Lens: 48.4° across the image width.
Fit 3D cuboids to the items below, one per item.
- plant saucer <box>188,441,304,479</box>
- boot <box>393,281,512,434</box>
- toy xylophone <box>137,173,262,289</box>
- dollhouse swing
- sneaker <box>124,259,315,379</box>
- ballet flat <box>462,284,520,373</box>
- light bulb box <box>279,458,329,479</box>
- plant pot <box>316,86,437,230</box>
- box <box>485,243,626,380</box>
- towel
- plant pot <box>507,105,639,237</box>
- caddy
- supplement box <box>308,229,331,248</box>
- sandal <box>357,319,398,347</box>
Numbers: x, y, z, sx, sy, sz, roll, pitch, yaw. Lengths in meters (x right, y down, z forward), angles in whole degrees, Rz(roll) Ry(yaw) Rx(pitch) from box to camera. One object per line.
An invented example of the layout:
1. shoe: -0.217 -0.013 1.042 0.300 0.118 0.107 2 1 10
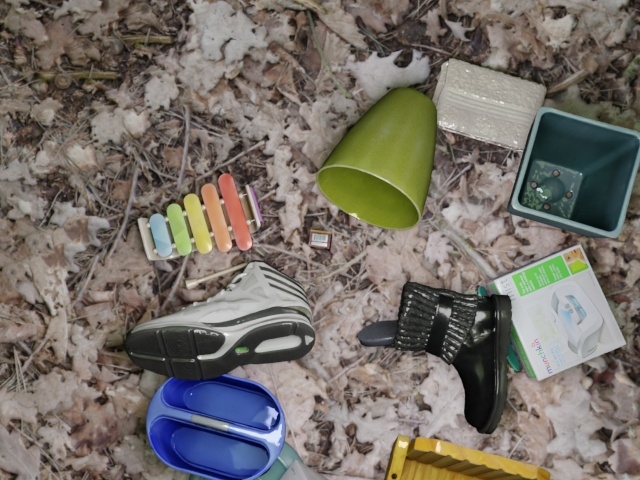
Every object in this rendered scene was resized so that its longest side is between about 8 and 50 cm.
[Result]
1. plant saucer: -0.182 0.636 1.781 0.317 0.044 0.318 0 83 4
2. boot: 0.297 0.274 1.667 0.260 0.131 0.348 3 93 -1
3. toy xylophone: -0.294 -0.016 1.838 0.322 0.081 0.236 -25 83 1
4. dollhouse swing: 0.320 0.612 1.619 0.346 0.305 0.315 14 85 4
5. sneaker: -0.242 0.186 1.747 0.447 0.258 0.169 -5 126 -2
6. ballet flat: 0.416 0.226 1.775 0.077 0.091 0.241 -29 77 31
7. light bulb box: -0.042 0.752 1.577 0.225 0.358 0.361 37 88 -17
8. plant pot: 0.172 -0.221 1.760 0.274 0.275 0.294 24 70 6
9. box: 0.566 0.174 1.739 0.231 0.127 0.262 -22 84 -1
10. towel: 0.429 -0.351 1.841 0.282 0.049 0.187 16 86 5
11. plant pot: 0.582 -0.141 1.706 0.247 0.252 0.248 17 85 5
12. caddy: -0.245 0.445 1.709 0.341 0.179 0.241 11 71 11
13. supplement box: 0.000 0.000 1.814 0.054 0.083 0.043 6 85 5
14. sandal: 0.220 0.236 1.776 0.254 0.097 0.055 -9 110 4
